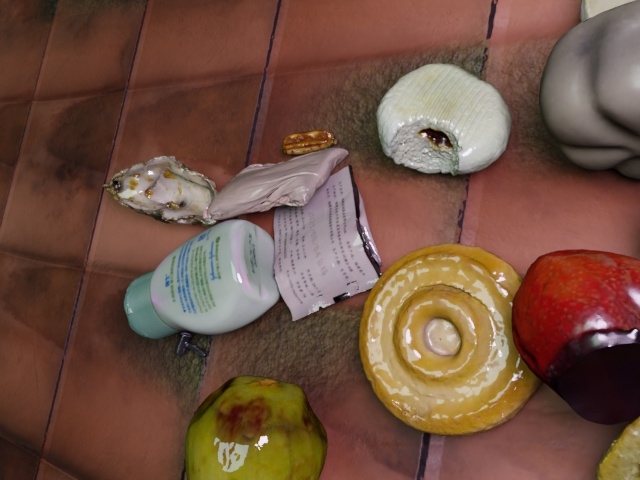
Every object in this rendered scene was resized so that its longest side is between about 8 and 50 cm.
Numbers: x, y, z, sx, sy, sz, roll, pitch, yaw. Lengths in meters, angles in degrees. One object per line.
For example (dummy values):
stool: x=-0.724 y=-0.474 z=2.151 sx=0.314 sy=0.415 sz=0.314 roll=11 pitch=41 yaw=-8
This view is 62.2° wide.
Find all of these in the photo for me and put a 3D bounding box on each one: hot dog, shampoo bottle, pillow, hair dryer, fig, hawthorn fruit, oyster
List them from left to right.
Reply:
oyster: x=-0.351 y=-0.104 z=1.217 sx=0.342 sy=0.110 sz=0.166 roll=-3 pitch=82 yaw=29
hair dryer: x=-0.275 y=0.234 z=1.140 sx=0.083 sy=0.026 sz=0.047 roll=20 pitch=92 yaw=27
shampoo bottle: x=-0.254 y=0.099 z=1.078 sx=0.350 sy=0.151 sz=0.221 roll=-23 pitch=62 yaw=26
fig: x=-0.111 y=0.365 z=0.880 sx=0.240 sy=0.240 sz=0.270 roll=18 pitch=97 yaw=35
pillow: x=-0.091 y=-0.108 z=1.039 sx=0.271 sy=0.067 sz=0.173 roll=-6 pitch=36 yaw=32
hot dog: x=-0.023 y=-0.196 z=1.071 sx=0.122 sy=0.037 sz=0.049 roll=1 pitch=68 yaw=28
hawthorn fruit: x=0.321 y=0.100 z=0.647 sx=0.189 sy=0.190 sz=0.251 roll=-58 pitch=16 yaw=8

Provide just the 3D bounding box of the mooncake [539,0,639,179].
mooncake: x=0.408 y=-0.166 z=0.646 sx=0.275 sy=0.275 sz=0.135 roll=7 pitch=76 yaw=34

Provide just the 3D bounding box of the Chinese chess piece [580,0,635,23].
Chinese chess piece: x=0.495 y=-0.334 z=0.725 sx=0.251 sy=0.101 sz=0.250 roll=-8 pitch=74 yaw=31

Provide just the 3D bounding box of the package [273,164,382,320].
package: x=0.000 y=0.000 z=0.994 sx=0.204 sy=0.062 sz=0.250 roll=-26 pitch=62 yaw=24

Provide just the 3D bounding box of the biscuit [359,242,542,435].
biscuit: x=0.191 y=0.147 z=0.814 sx=0.297 sy=0.102 sz=0.296 roll=-9 pitch=72 yaw=30

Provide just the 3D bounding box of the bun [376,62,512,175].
bun: x=0.196 y=-0.180 z=0.868 sx=0.204 sy=0.126 sz=0.212 roll=-36 pitch=65 yaw=-8

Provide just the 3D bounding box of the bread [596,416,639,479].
bread: x=0.456 y=0.253 z=0.601 sx=0.257 sy=0.124 sz=0.185 roll=-40 pitch=61 yaw=21
